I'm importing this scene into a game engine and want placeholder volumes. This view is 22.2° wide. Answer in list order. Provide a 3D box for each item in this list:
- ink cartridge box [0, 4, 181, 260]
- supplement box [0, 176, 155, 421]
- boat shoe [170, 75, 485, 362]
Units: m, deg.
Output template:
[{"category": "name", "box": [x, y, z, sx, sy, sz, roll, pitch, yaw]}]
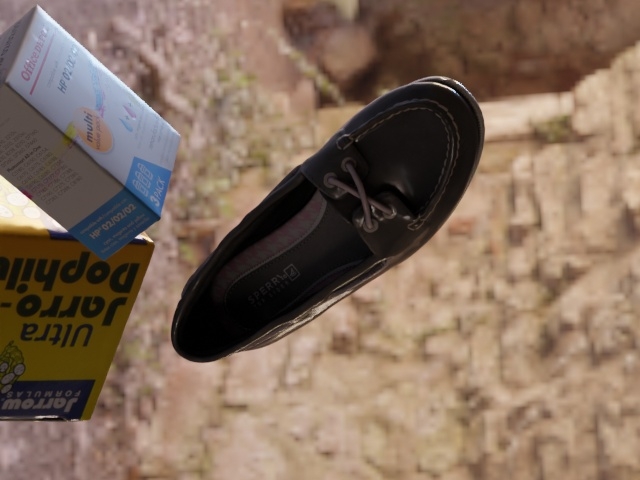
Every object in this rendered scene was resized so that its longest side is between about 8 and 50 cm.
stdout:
[{"category": "ink cartridge box", "box": [-0.186, -0.086, 1.121, 0.181, 0.061, 0.104, 42, 30, -25]}, {"category": "supplement box", "box": [-0.336, -0.013, 1.485, 0.356, 0.194, 0.195, 45, -59, 42]}, {"category": "boat shoe", "box": [0.000, 0.000, 1.283, 0.112, 0.335, 0.095, 49, 38, 1]}]
